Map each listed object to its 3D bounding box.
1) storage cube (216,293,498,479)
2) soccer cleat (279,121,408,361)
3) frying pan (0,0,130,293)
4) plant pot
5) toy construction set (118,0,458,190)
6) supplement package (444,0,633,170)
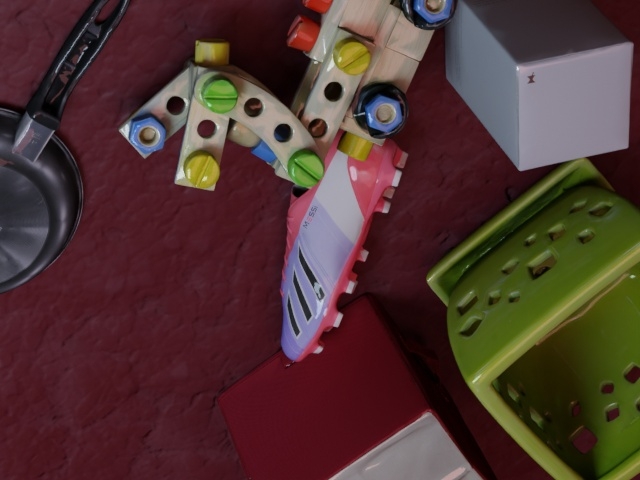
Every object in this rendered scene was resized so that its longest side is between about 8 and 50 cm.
[{"bbox_3d":[0.043,0.205,1.719,0.215,0.193,0.183,-34,126,5],"label":"storage cube"},{"bbox_3d":[0.000,0.000,1.654,0.095,0.083,0.248,24,120,2],"label":"soccer cleat"},{"bbox_3d":[-0.247,-0.059,1.540,0.326,0.053,0.197,-32,127,6],"label":"frying pan"},{"bbox_3d":[0.246,0.070,1.695,0.227,0.207,0.228,-39,126,8],"label":"plant pot"},{"bbox_3d":[-0.011,-0.179,1.492,0.215,0.151,0.327,22,114,-15],"label":"toy construction set"},{"bbox_3d":[0.184,-0.155,1.546,0.105,0.179,0.105,-11,124,-12],"label":"supplement package"}]
